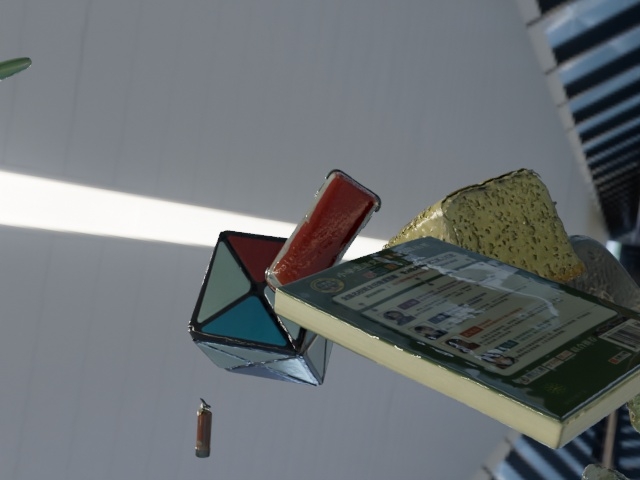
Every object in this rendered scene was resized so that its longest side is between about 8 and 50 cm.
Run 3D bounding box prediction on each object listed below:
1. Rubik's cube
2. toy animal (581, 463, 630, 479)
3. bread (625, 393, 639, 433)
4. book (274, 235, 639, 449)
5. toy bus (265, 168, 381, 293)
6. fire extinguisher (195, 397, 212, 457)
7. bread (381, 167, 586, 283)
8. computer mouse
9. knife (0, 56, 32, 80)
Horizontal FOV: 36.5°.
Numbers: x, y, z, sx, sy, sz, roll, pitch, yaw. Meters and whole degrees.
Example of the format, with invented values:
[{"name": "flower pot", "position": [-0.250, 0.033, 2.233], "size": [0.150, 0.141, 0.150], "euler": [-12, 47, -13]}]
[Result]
[{"name": "Rubik's cube", "position": [-0.100, 0.144, 2.012], "size": [0.246, 0.250, 0.248], "euler": [64, -143, -65]}, {"name": "toy animal", "position": [0.433, 0.393, 1.388], "size": [0.253, 0.070, 0.079], "euler": [-98, 23, -74]}, {"name": "bread", "position": [0.511, 0.213, 1.412], "size": [0.232, 0.128, 0.088], "euler": [70, -149, -49]}, {"name": "book", "position": [0.125, 0.063, 0.757], "size": [0.202, 0.264, 0.027], "euler": [-19, -60, -43]}, {"name": "toy bus", "position": [0.000, 0.000, 1.799], "size": [0.265, 0.121, 0.120], "euler": [-56, 1, 0]}, {"name": "fire extinguisher", "position": [-0.170, 0.270, 1.400], "size": [0.022, 0.028, 0.083], "euler": [-5, -76, -40]}, {"name": "bread", "position": [0.270, 0.050, 1.708], "size": [0.248, 0.279, 0.315], "euler": [67, 162, 7]}, {"name": "computer mouse", "position": [0.555, 0.141, 1.945], "size": [0.371, 0.122, 0.188], "euler": [43, -111, -18]}, {"name": "knife", "position": [-0.441, -0.140, 1.000], "size": [0.043, 0.293, 0.020], "euler": [-150, 41, -68]}]
